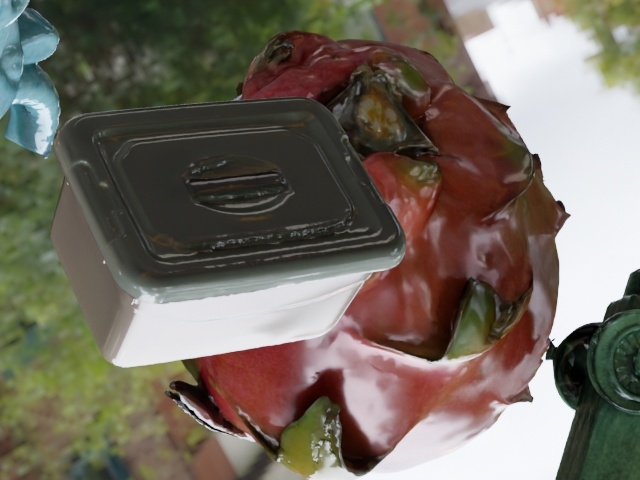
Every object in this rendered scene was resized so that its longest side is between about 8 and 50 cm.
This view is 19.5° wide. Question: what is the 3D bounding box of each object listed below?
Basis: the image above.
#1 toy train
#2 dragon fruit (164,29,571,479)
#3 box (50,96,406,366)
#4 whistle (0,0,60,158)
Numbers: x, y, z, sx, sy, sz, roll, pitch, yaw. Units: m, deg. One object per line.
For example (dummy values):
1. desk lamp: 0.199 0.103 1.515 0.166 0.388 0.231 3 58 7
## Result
1. toy train: 0.216 0.166 1.172 0.116 0.177 0.285 136 -27 -76
2. dragon fruit: 0.000 0.000 1.219 0.305 0.305 0.226 -22 158 20
3. box: -0.041 -0.002 0.709 0.122 0.089 0.062 -7 142 -32
4. whistle: -0.212 -0.075 0.963 0.186 0.093 0.274 -32 157 -40
